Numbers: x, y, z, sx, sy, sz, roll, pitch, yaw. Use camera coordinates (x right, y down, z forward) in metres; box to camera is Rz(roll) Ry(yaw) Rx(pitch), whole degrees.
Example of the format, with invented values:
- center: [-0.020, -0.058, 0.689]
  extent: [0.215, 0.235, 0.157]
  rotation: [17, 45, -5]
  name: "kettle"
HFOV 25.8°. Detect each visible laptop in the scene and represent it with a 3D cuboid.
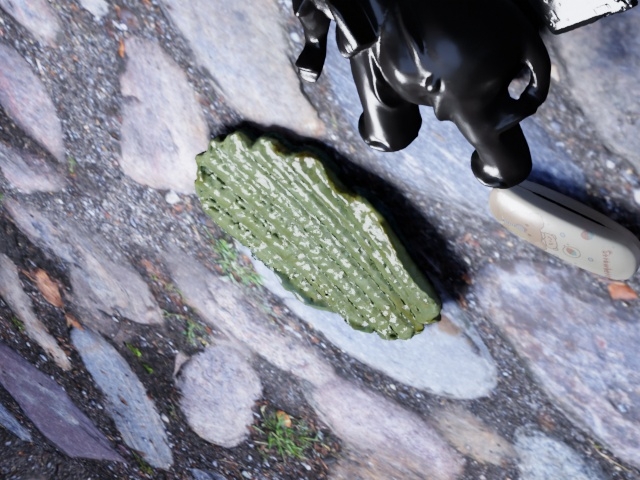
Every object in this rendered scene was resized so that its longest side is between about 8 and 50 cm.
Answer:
- center: [0.212, -0.279, 1.338]
  extent: [0.180, 0.016, 0.129]
  rotation: [50, 154, -14]
  name: "laptop"

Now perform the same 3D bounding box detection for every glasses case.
- center: [0.300, -0.015, 1.715]
  extent: [0.204, 0.051, 0.081]
  rotation: [27, 147, 20]
  name: "glasses case"

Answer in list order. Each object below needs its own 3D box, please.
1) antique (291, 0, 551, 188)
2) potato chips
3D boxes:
- center: [0.107, -0.226, 1.521]
  extent: [0.322, 0.185, 0.255]
  rotation: [23, 154, 24]
  name: "antique"
- center: [0.000, 0.000, 2.045]
  extent: [0.429, 0.070, 0.358]
  rotation: [46, 151, -13]
  name: "potato chips"
